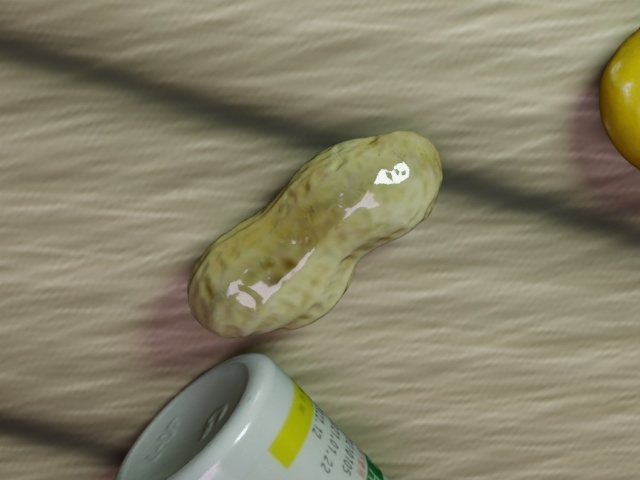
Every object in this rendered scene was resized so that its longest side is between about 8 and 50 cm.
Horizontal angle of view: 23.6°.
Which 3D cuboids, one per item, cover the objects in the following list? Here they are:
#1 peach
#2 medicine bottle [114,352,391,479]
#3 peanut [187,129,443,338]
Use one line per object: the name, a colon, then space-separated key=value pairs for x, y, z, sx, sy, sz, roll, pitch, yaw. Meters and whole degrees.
peach: x=0.344 y=-0.131 z=1.392 sx=0.179 sy=0.103 sz=0.179 roll=-2 pitch=113 yaw=-4
medicine bottle: x=-0.017 y=0.291 z=1.480 sx=0.208 sy=0.208 sz=0.339 roll=-40 pitch=108 yaw=12
peanut: x=0.000 y=0.000 z=1.423 sx=0.274 sy=0.111 sz=0.125 roll=-38 pitch=112 yaw=12
